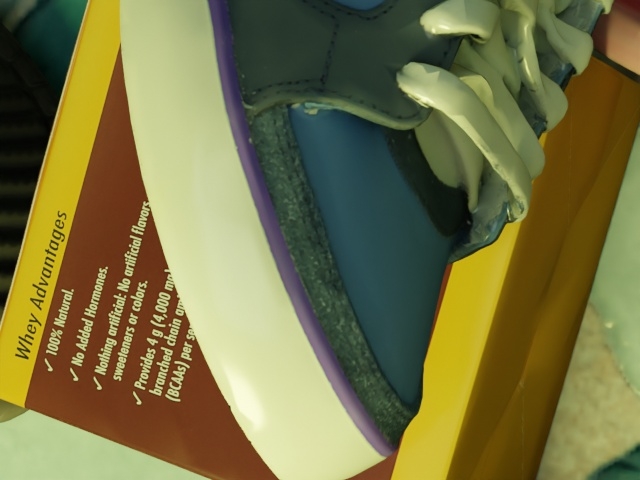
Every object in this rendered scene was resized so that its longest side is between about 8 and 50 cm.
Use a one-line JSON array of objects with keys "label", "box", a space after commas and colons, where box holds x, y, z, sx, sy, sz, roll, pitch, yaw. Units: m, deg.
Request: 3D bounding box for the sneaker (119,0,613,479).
[{"label": "sneaker", "box": [0.072, -0.100, 0.501, 0.236, 0.130, 0.323, -14, 58, 15]}]

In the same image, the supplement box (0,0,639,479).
[{"label": "supplement box", "box": [0.000, 0.000, 0.659, 0.194, 0.129, 0.191, 17, 94, 23]}]

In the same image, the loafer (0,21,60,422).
[{"label": "loafer", "box": [-0.216, -0.064, 0.775, 0.130, 0.134, 0.366, -48, 58, 42]}]

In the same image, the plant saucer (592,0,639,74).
[{"label": "plant saucer", "box": [0.200, -0.207, 0.605, 0.332, 0.084, 0.332, -1, 89, 23]}]
